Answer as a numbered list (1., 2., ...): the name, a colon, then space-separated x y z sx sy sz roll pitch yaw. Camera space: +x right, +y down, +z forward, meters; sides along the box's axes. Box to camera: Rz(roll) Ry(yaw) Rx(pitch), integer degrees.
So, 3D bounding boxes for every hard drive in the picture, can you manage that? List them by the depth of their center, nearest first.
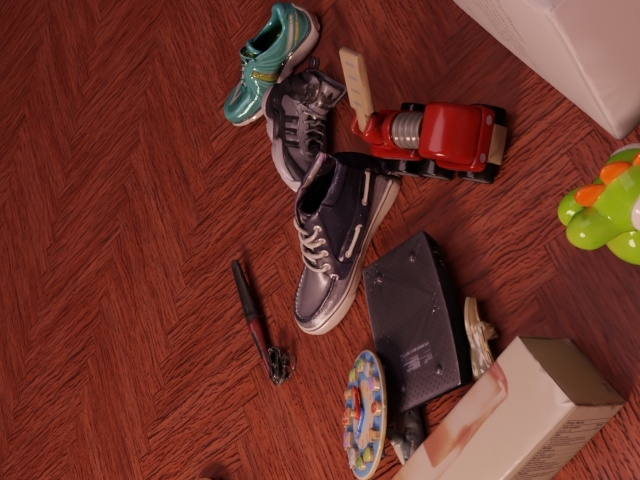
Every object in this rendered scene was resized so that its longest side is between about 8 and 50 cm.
1. hard drive: 0.153 0.131 1.472 0.172 0.054 0.254 -37 55 43

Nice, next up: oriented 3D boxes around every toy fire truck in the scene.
1. toy fire truck: 0.138 -0.189 1.424 0.217 0.246 0.158 10 91 45

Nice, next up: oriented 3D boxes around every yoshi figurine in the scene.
1. yoshi figurine: 0.482 -0.080 1.161 0.362 0.203 0.203 -27 104 23

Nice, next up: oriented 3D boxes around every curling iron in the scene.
1. curling iron: -0.114 0.150 1.760 0.068 0.035 0.274 -42 57 26

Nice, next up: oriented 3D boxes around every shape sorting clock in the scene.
1. shape sorting clock: 0.068 0.279 1.500 0.206 0.040 0.206 -176 90 -80

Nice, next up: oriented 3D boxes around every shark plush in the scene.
1. shark plush: 0.156 0.331 1.453 0.067 0.073 0.161 -31 51 1

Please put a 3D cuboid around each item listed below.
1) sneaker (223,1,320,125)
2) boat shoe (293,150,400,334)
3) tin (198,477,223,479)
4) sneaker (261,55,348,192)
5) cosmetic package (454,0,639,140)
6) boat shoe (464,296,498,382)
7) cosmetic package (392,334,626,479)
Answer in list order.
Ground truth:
1. sneaker: -0.117 -0.345 1.799 0.275 0.110 0.107 -54 51 24
2. boat shoe: 0.000 0.000 1.588 0.127 0.158 0.340 32 105 43
3. tin: -0.210 0.550 1.783 0.106 0.040 0.189 -2 82 48
4. sneaker: -0.015 -0.208 1.678 0.153 0.101 0.268 -41 54 35
5. cosmetic package: 0.329 -0.411 1.175 0.329 0.327 0.393 -45 53 8
6. boat shoe: 0.246 0.148 1.405 0.045 0.050 0.135 -13 73 18
7. cosmetic package: 0.256 0.279 1.295 0.296 0.153 0.129 -53 52 23
